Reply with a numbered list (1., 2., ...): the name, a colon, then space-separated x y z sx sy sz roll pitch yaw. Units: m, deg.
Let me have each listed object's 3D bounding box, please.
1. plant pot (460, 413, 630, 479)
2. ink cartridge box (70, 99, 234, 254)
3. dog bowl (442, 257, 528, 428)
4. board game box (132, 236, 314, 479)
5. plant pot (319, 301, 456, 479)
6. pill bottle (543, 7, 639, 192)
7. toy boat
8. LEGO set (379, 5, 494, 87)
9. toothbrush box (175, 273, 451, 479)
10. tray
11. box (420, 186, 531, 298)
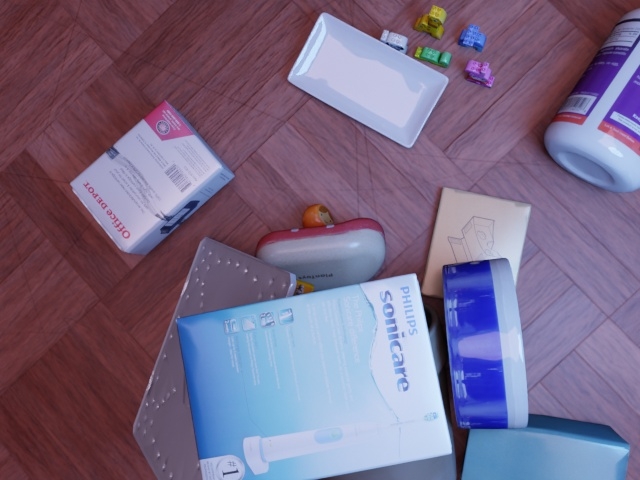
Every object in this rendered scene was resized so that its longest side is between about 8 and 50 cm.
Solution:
1. plant pot: 0.355 0.374 1.057 0.234 0.166 0.165 10 87 14
2. ink cartridge box: -0.311 -0.112 1.196 0.237 0.100 0.172 -41 83 1
3. dog bowl: 0.258 0.163 1.019 0.104 0.265 0.265 -6 85 13
4. board game box: -0.176 0.208 1.047 0.050 0.390 0.390 20 88 -30
5. plant pot: 0.082 0.293 1.043 0.323 0.323 0.280 -21 100 5
6. pill bottle: 0.531 -0.253 1.069 0.181 0.181 0.323 34 90 8
7. toy boat: 0.000 0.000 1.149 0.231 0.151 0.151 -6 56 6
8. LEGO set: 0.220 -0.365 1.156 0.227 0.093 0.087 21 89 8
9. toothbrush box: -0.007 0.173 0.802 0.295 0.126 0.216 -12 85 2
10. tray: 0.086 -0.297 1.192 0.270 0.030 0.145 31 101 8
11. box: 0.281 0.017 1.159 0.164 0.021 0.201 12 87 7
